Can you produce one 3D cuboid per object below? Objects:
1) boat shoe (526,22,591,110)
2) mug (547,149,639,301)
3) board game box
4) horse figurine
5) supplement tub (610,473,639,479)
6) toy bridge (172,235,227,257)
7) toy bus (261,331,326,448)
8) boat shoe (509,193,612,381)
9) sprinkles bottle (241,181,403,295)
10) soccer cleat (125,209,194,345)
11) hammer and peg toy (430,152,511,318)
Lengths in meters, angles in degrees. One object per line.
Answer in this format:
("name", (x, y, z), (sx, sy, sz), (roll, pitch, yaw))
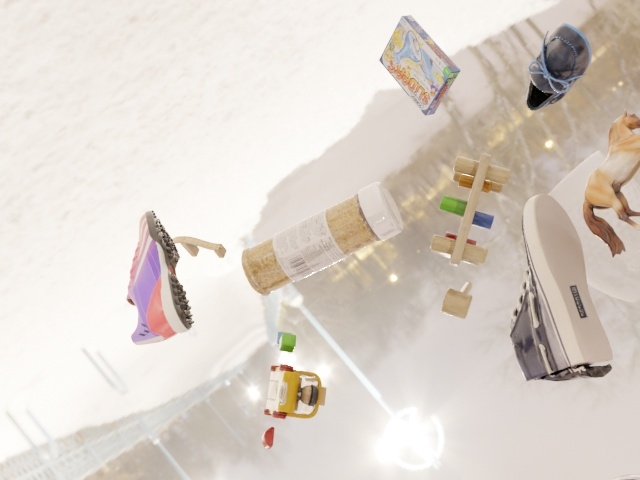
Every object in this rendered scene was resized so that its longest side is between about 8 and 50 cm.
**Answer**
("boat shoe", (0.455, -0.316, 1.488), (0.089, 0.109, 0.258), (-44, 159, -6))
("mug", (0.763, -0.036, 1.980), (0.374, 0.328, 0.276), (-29, 159, -39))
("board game box", (0.230, -0.413, 1.819), (0.035, 0.201, 0.136), (-16, 149, -36))
("horse figurine", (0.536, -0.106, 1.341), (0.263, 0.174, 0.066), (-56, 143, -5))
("supplement tub", (0.534, 0.597, 1.365), (0.331, 0.241, 0.241), (-26, 168, -39))
("toy bridge", (-0.316, 0.014, 1.865), (0.188, 0.063, 0.026), (0, -125, 27))
("toy bus", (-0.043, 0.291, 1.471), (0.202, 0.104, 0.191), (-97, -160, -54))
("boat shoe", (0.398, 0.097, 1.405), (0.127, 0.340, 0.158), (4, 157, -34))
("sprinkles bottle", (0.000, 0.000, 1.688), (0.355, 0.121, 0.121), (-26, -179, 17))
("soccer cleat", (-0.339, 0.067, 1.529), (0.116, 0.318, 0.108), (-25, 140, 3))
("hammer and peg toy", (0.326, -0.011, 1.791), (0.266, 0.127, 0.361), (10, 97, -81))
